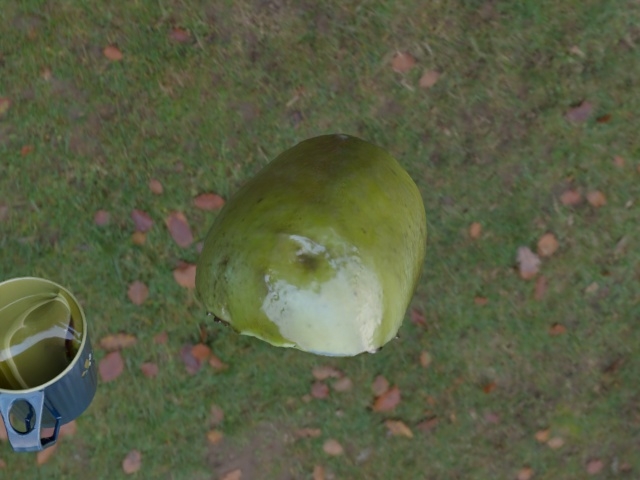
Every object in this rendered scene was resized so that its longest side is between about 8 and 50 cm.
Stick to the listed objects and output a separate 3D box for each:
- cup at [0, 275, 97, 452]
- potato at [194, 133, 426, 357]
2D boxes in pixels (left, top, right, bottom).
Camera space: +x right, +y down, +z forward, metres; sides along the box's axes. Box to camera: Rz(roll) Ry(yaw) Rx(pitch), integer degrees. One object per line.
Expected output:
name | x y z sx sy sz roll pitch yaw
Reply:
cup | -0.307 0.149 1.127 0.131 0.176 0.155 -2 154 -3
potato | 0.000 0.000 1.382 0.330 0.280 0.213 4 115 -4
